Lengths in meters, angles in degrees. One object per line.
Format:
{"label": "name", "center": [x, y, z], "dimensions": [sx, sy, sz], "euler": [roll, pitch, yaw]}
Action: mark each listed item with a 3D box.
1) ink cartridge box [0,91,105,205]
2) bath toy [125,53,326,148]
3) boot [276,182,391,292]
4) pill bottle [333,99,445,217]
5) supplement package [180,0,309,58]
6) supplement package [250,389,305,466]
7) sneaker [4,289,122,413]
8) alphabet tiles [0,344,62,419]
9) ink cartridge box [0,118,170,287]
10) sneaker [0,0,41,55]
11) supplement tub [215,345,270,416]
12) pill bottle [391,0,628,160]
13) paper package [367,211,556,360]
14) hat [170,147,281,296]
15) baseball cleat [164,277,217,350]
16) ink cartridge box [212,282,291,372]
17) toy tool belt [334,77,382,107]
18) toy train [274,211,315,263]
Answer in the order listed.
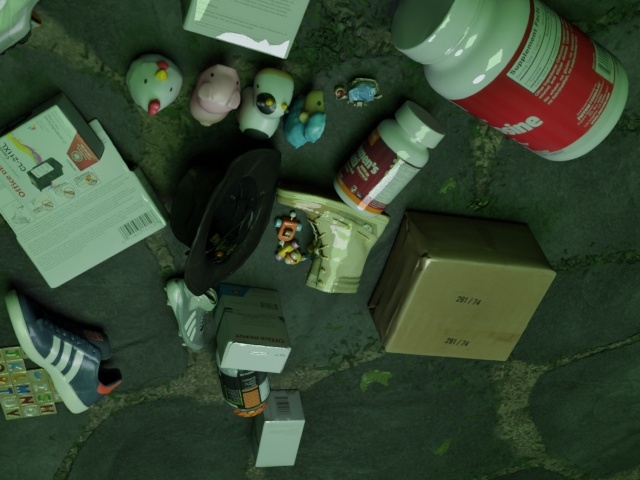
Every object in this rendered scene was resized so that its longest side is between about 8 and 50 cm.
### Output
{"label": "ink cartridge box", "center": [-0.499, -0.162, 1.479], "dimensions": [0.175, 0.072, 0.127], "euler": [-29, 118, 10]}
{"label": "bath toy", "center": [-0.169, -0.250, 1.467], "dimensions": [0.348, 0.129, 0.151], "euler": [9, 126, -20]}
{"label": "boot", "center": [0.000, 0.000, 1.704], "dimensions": [0.261, 0.095, 0.204], "euler": [15, 105, -31]}
{"label": "pill bottle", "center": [0.135, -0.160, 1.619], "dimensions": [0.121, 0.121, 0.221], "euler": [26, 118, -30]}
{"label": "supplement package", "center": [-0.092, -0.468, 1.274], "dimensions": [0.177, 0.175, 0.293], "euler": [13, 125, -21]}
{"label": "supplement package", "center": [-0.111, 0.478, 2.094], "dimensions": [0.105, 0.105, 0.179], "euler": [1, 128, -15]}
{"label": "sneaker", "center": [-0.542, 0.216, 1.772], "dimensions": [0.148, 0.131, 0.350], "euler": [-28, 131, -8]}
{"label": "alphabet tiles", "center": [-0.686, 0.326, 1.891], "dimensions": [0.198, 0.009, 0.237], "euler": [-6, 129, -9]}
{"label": "ink cartridge box", "center": [-0.467, -0.071, 1.588], "dimensions": [0.275, 0.060, 0.239], "euler": [-28, 105, 10]}
{"label": "sneaker", "center": [-0.523, -0.335, 1.331], "dimensions": [0.108, 0.100, 0.271], "euler": [23, 120, -35]}
{"label": "supplement tub", "center": [-0.179, 0.320, 1.939], "dimensions": [0.116, 0.117, 0.190], "euler": [-9, 131, -6]}
{"label": "pill bottle", "center": [0.334, -0.320, 1.467], "dimensions": [0.407, 0.229, 0.229], "euler": [24, 119, -29]}
{"label": "paper package", "center": [0.307, 0.109, 1.854], "dimensions": [0.324, 0.168, 0.310], "euler": [5, 129, -19]}
{"label": "hat", "center": [-0.204, -0.063, 1.585], "dimensions": [0.134, 0.331, 0.331], "euler": [32, 126, 16]}
{"label": "baseball cleat", "center": [-0.269, 0.165, 1.811], "dimensions": [0.109, 0.072, 0.206], "euler": [-7, 132, 12]}
{"label": "ink cartridge box", "center": [-0.153, 0.188, 1.788], "dimensions": [0.139, 0.191, 0.082], "euler": [9, 126, -20]}
{"label": "toy tool belt", "center": [0.071, -0.277, 1.553], "dimensions": [0.083, 0.051, 0.052], "euler": [-9, 130, -6]}
{"label": "toy train", "center": [-0.031, 0.010, 1.767], "dimensions": [0.166, 0.046, 0.125], "euler": [14, 124, -24]}
